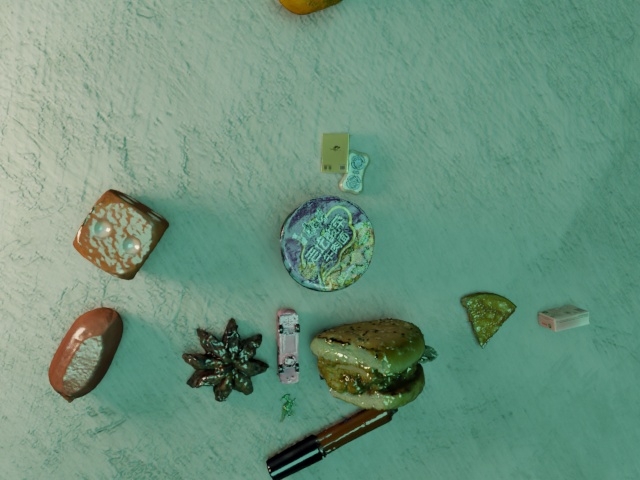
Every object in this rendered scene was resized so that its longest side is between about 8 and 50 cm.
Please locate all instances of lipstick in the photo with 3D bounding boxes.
[{"bbox_3d":[0.039,0.583,1.596,0.418,0.077,0.077,-25,101,-10],"label":"lipstick"}]

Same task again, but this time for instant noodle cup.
[{"bbox_3d":[0.000,0.000,1.463,0.251,0.190,0.251,-2,97,-12],"label":"instant noodle cup"}]

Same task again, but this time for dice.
[{"bbox_3d":[-0.501,-0.018,1.365,0.179,0.174,0.175,37,89,-14],"label":"dice"}]

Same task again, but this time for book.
[{"bbox_3d":[0.042,-0.245,1.519,0.077,0.014,0.111,3,93,10],"label":"book"}]

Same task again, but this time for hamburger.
[{"bbox_3d":[0.151,0.326,1.485,0.276,0.318,0.195,-13,98,-43],"label":"hamburger"}]

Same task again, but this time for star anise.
[{"bbox_3d":[-0.260,0.345,1.494,0.235,0.109,0.223,-14,103,-12],"label":"star anise"}]

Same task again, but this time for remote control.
[{"bbox_3d":[0.098,-0.194,1.542,0.074,0.032,0.122,11,95,-13],"label":"remote control"}]

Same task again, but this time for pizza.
[{"bbox_3d":[0.523,0.246,1.679,0.184,0.036,0.176,-3,99,-13],"label":"pizza"}]

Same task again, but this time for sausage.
[{"bbox_3d":[-0.608,0.295,1.399,0.148,0.148,0.255,25,93,-13],"label":"sausage"}]

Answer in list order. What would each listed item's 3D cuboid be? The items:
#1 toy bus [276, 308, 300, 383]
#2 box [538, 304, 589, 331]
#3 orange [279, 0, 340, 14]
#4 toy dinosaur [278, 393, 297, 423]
[{"bbox_3d":[-0.092,0.295,1.528,0.063,0.090,0.203,-1,96,-11],"label":"toy bus"},{"bbox_3d":[0.764,0.244,1.702,0.125,0.089,0.043,-10,99,-9],"label":"box"},{"bbox_3d":[-0.020,-0.675,1.366,0.219,0.219,0.193,-35,128,-6],"label":"orange"},{"bbox_3d":[-0.103,0.491,1.583,0.083,0.021,0.062,-36,95,-10],"label":"toy dinosaur"}]
